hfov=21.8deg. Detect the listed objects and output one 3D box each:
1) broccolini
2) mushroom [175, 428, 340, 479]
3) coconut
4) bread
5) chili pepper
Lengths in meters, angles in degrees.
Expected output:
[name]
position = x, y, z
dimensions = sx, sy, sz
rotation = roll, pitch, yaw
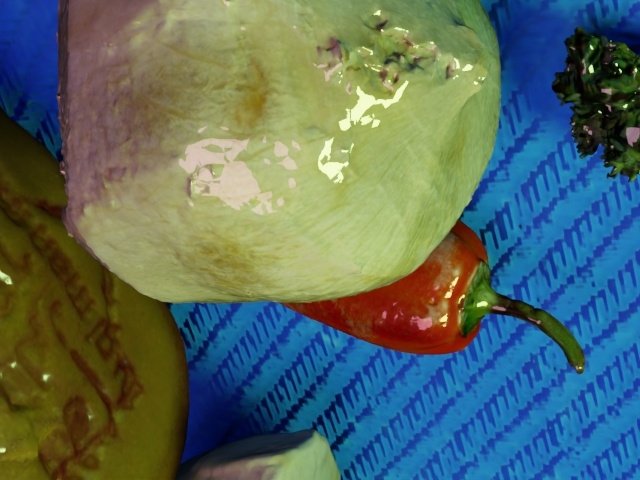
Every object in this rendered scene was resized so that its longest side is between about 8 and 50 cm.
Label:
[broccolini]
position = 0.205, -0.063, 0.624
dimensions = 0.254, 0.058, 0.071
rotation = -7, 164, 35
[mushroom]
position = -0.074, 0.204, 0.928
dimensions = 0.128, 0.128, 0.350
rotation = 37, 135, -3
[coconut]
position = -0.015, -0.059, 0.659
dimensions = 0.194, 0.194, 0.194
rotation = 14, 130, 18
[bread]
position = -0.190, 0.058, 0.791
dimensions = 0.148, 0.270, 0.270
rotation = -23, 112, 40
[chili pepper]
position = 0.000, 0.000, 0.774
dimensions = 0.272, 0.071, 0.063
rotation = 25, 172, 16
